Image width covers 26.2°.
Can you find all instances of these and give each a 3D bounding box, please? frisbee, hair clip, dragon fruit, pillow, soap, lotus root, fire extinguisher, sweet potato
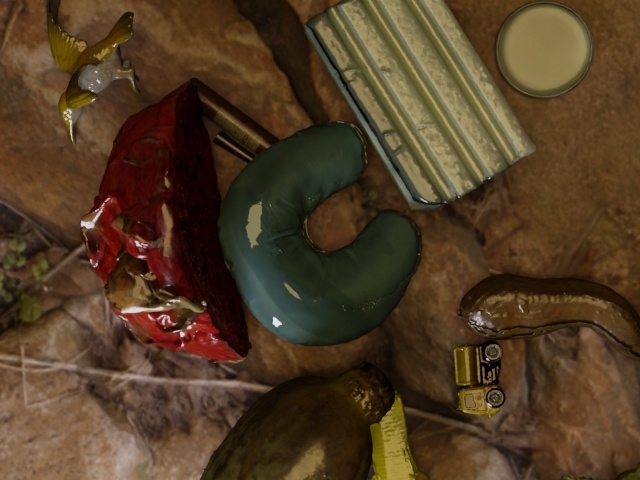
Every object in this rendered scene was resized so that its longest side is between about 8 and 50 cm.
[{"bbox_3d":[0.250,-0.213,1.534,0.110,0.014,0.110,0,91,3],"label":"frisbee"},{"bbox_3d":[0.080,0.253,1.527,0.072,0.046,0.173,-16,87,6],"label":"hair clip"},{"bbox_3d":[-0.191,-0.004,1.458,0.152,0.205,0.316,-10,93,9],"label":"dragon fruit"},{"bbox_3d":[0.000,0.000,1.500,0.214,0.086,0.233,-35,98,-12],"label":"pillow"},{"bbox_3d":[0.104,-0.167,1.508,0.150,0.094,0.261,-31,87,-3],"label":"soap"},{"bbox_3d":[-0.038,0.255,1.477,0.173,0.173,0.309,33,96,3],"label":"lotus root"},{"bbox_3d":[-0.087,-0.116,1.544,0.173,0.035,0.049,36,88,6],"label":"fire extinguisher"},{"bbox_3d":[0.267,0.080,1.512,0.233,0.062,0.081,9,106,0],"label":"sweet potato"}]

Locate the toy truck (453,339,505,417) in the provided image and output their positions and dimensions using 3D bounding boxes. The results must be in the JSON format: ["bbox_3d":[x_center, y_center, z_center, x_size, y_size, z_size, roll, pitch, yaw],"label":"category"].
[{"bbox_3d":[0.176,0.154,1.521,0.054,0.049,0.083,-4,89,4],"label":"toy truck"}]

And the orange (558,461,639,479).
[{"bbox_3d":[0.344,0.388,1.428,0.300,0.223,0.301,35,91,-3],"label":"orange"}]

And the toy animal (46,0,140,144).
[{"bbox_3d":[-0.246,-0.175,1.528,0.095,0.219,0.155,-10,127,-13],"label":"toy animal"}]
